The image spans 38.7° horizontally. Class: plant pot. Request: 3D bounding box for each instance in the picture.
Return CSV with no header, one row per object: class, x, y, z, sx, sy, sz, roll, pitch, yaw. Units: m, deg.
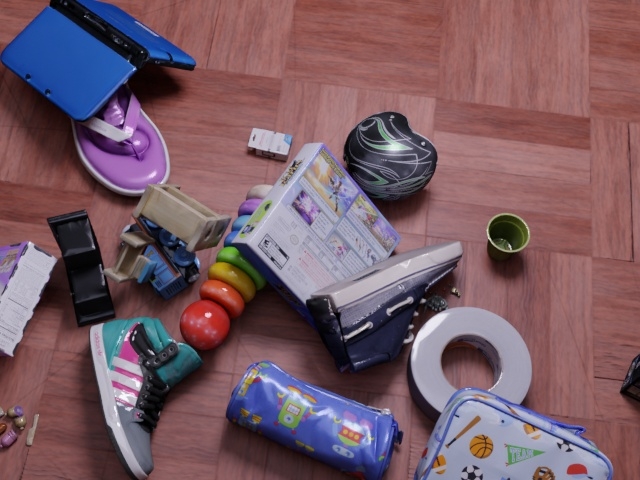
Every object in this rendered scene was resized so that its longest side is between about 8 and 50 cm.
plant pot,0.357,0.002,1.774,0.083,0.079,0.083,1,64,-2

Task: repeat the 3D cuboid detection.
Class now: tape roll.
tape roll,0.268,0.235,1.661,0.219,0.072,0.219,1,63,-2

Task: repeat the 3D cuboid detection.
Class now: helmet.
helmet,0.139,-0.156,1.795,0.169,0.169,0.161,-22,51,-13

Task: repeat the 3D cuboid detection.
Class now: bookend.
bookend,-0.435,0.052,1.665,0.072,0.156,0.157,-15,67,-11

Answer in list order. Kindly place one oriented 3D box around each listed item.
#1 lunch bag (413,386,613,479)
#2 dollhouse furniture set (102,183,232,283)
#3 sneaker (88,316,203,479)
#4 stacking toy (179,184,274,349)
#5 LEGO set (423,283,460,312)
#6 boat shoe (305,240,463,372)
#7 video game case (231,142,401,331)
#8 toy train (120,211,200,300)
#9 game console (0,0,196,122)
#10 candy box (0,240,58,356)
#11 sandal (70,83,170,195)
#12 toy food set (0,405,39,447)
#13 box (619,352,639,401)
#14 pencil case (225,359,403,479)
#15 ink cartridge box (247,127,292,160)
lunch bag,0.325,0.392,1.524,0.303,0.115,0.243,24,90,4
dollhouse furniture set,-0.274,0.007,1.646,0.129,0.129,0.183,32,102,11
sneaker,-0.287,0.257,1.599,0.178,0.124,0.295,-19,65,-1
stacking toy,-0.152,0.057,1.678,0.141,0.141,0.330,28,63,10
LEGO set,0.231,0.111,1.745,0.054,0.023,0.083,35,67,13
boat shoe,0.138,0.121,1.672,0.340,0.127,0.158,-22,97,-27
video game case,0.000,0.000,1.678,0.269,0.061,0.244,49,65,-29
toy train,-0.306,0.020,1.733,0.105,0.080,0.184,-35,71,-12
game console,-0.449,-0.366,1.854,0.293,0.250,0.173,37,111,26
candy box,-0.576,0.109,1.629,0.165,0.070,0.196,-8,54,43
sandal,-0.437,-0.266,1.847,0.169,0.102,0.416,-24,66,-14
toy food set,-0.563,0.324,1.602,0.122,0.019,0.078,6,64,0
box,0.653,0.261,1.627,0.180,0.147,0.077,27,66,11
pencil case,-0.008,0.311,1.581,0.306,0.119,0.133,22,89,7
ink cartridge box,-0.103,-0.197,1.874,0.083,0.028,0.048,13,64,3
